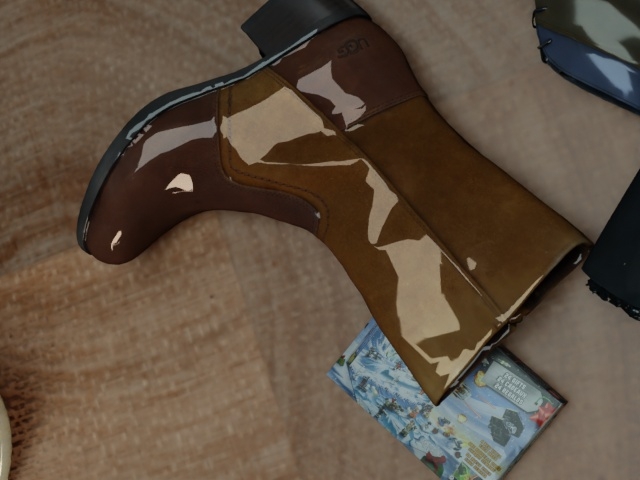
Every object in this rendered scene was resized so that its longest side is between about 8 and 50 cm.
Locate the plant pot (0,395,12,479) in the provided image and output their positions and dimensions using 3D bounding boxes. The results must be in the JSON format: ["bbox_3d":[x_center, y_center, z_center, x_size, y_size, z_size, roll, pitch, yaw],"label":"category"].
[{"bbox_3d":[-0.445,0.138,1.094,0.305,0.334,0.334,35,98,28],"label":"plant pot"}]

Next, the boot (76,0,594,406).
[{"bbox_3d":[0.000,0.000,1.049,0.264,0.096,0.280,-40,73,0],"label":"boot"}]

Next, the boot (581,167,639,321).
[{"bbox_3d":[0.305,-0.012,0.945,0.246,0.094,0.207,22,101,10],"label":"boot"}]

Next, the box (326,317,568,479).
[{"bbox_3d":[0.084,0.099,1.046,0.137,0.027,0.094,42,101,16],"label":"box"}]

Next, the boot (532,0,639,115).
[{"bbox_3d":[0.149,-0.160,1.010,0.219,0.082,0.106,23,92,16],"label":"boot"}]
